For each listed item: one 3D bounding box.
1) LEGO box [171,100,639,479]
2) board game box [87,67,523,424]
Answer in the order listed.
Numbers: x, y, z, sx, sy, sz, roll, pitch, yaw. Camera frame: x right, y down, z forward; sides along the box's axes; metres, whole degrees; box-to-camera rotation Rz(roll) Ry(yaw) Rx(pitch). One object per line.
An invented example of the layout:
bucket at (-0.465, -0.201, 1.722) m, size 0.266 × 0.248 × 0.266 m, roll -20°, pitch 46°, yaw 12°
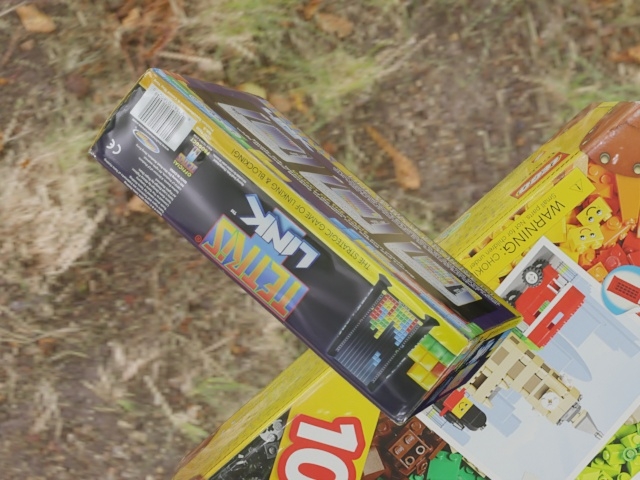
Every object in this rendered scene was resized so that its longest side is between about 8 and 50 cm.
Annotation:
LEGO box at (0.175, 0.184, 1.118) m, size 0.500 × 0.193 × 0.372 m, roll -42°, pitch 93°, yaw 4°
board game box at (0.000, 0.000, 0.587) m, size 0.170 × 0.141 × 0.048 m, roll 41°, pitch 100°, yaw 13°
